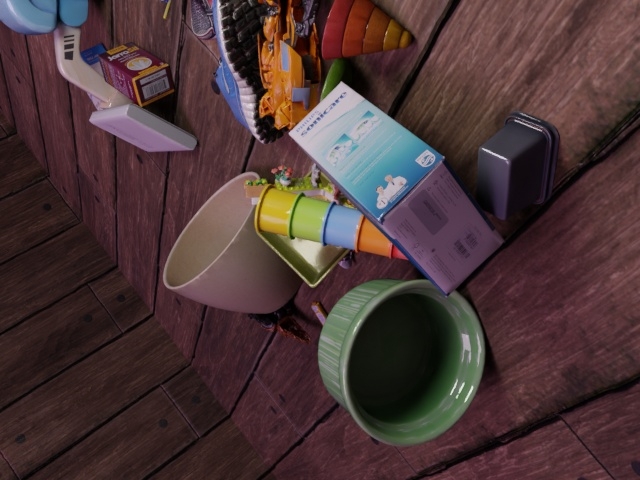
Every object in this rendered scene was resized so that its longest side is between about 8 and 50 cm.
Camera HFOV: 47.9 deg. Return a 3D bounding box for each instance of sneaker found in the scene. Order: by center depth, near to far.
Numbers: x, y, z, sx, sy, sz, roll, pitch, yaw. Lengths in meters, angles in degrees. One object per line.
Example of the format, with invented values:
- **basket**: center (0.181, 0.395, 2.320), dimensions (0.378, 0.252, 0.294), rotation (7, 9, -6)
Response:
- **sneaker**: center (-0.225, -0.501, 1.364), dimensions (0.121, 0.112, 0.299), rotation (47, 152, 17)
- **sneaker**: center (-0.161, -0.348, 1.408), dimensions (0.147, 0.130, 0.330), rotation (29, 142, 38)
- **sneaker**: center (0.057, 0.020, 1.544), dimensions (0.069, 0.038, 0.098), rotation (10, 128, 56)

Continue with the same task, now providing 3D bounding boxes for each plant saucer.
- **plant saucer**: center (-0.006, -0.024, 1.485), dimensions (0.188, 0.188, 0.045), rotation (43, -179, 24)

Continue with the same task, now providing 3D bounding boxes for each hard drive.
- **hard drive**: center (-0.489, -0.302, 1.968), dimensions (0.203, 0.040, 0.307), rotation (27, 169, -33)

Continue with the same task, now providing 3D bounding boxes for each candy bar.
- **candy bar**: center (0.027, 0.225, 1.837), dimensions (0.161, 0.018, 0.040), rotation (57, 149, -1)

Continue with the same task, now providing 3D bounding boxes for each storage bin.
- **storage bin**: center (0.265, -0.102, 1.020), dimensions (0.098, 0.091, 0.135), rotation (34, 144, 37)

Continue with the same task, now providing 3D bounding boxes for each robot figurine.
- **robot figurine**: center (-0.058, -0.341, 1.209), dimensions (0.211, 0.085, 0.291), rotation (-137, 42, -62)

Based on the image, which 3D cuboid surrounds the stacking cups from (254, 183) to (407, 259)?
- **stacking cups**: center (0.044, -0.019, 1.300), dimensions (0.316, 0.096, 0.096), rotation (15, 140, 11)

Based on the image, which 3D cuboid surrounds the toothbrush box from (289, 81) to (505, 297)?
- **toothbrush box**: center (0.109, -0.083, 1.096), dimensions (0.216, 0.126, 0.295), rotation (44, -178, -40)

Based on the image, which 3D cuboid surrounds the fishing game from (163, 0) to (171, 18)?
- **fishing game**: center (-0.278, -0.552, 1.380), dimensions (0.041, 0.189, 0.264), rotation (11, 150, -7)

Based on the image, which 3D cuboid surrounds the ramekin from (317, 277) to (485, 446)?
- **ramekin**: center (0.142, 0.213, 1.344), dimensions (0.148, 0.303, 0.303), rotation (12, 130, 63)

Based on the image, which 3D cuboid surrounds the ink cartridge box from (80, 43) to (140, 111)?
- **ink cartridge box**: center (-0.626, -0.441, 2.116), dimensions (0.231, 0.078, 0.134), rotation (59, 153, -6)

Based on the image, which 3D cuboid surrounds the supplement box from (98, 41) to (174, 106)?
- **supplement box**: center (-0.475, -0.430, 1.854), dimensions (0.188, 0.104, 0.080), rotation (35, 145, 35)

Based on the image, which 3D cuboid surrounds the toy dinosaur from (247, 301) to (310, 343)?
- **toy dinosaur**: center (-0.133, 0.172, 1.954), dimensions (0.322, 0.164, 0.218), rotation (13, 148, 29)

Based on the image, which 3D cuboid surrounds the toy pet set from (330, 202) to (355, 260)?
- **toy pet set**: center (0.000, 0.000, 1.523), dimensions (0.114, 0.065, 0.122), rotation (-46, 62, 44)

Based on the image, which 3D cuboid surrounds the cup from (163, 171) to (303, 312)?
- **cup**: center (-0.172, 0.040, 1.695), dimensions (0.237, 0.331, 0.331), rotation (41, 161, -26)

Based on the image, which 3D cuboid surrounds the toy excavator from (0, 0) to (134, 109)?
- **toy excavator**: center (-0.687, -0.575, 1.876), dimensions (0.222, 0.433, 0.445), rotation (19, 107, 50)

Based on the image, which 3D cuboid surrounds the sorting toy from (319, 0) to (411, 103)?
- **sorting toy**: center (0.071, -0.249, 1.202), dimensions (0.126, 0.127, 0.365), rotation (17, 145, 8)

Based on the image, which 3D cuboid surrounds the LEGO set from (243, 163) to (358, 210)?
- **LEGO set**: center (-0.003, -0.108, 1.391), dimensions (0.287, 0.132, 0.107), rotation (20, 136, 10)
